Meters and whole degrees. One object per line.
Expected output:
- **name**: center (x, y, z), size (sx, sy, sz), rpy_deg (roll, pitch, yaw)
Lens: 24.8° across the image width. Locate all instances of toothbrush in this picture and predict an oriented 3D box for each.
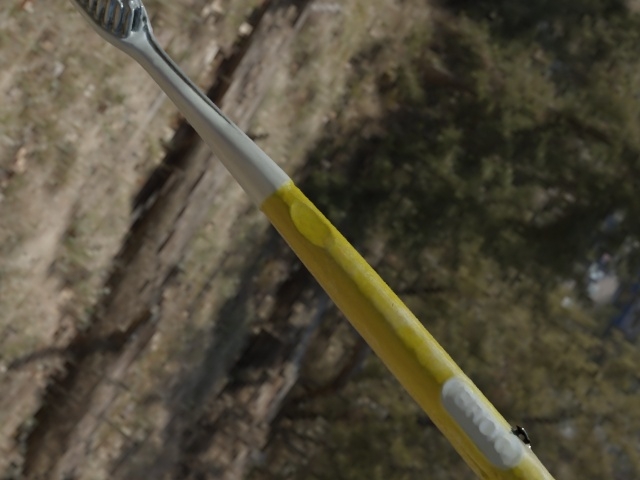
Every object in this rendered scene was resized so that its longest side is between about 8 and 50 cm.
- **toothbrush**: center (0.000, 0.000, 0.490), size (0.021, 0.288, 0.024), rpy_deg (-36, 169, -21)
